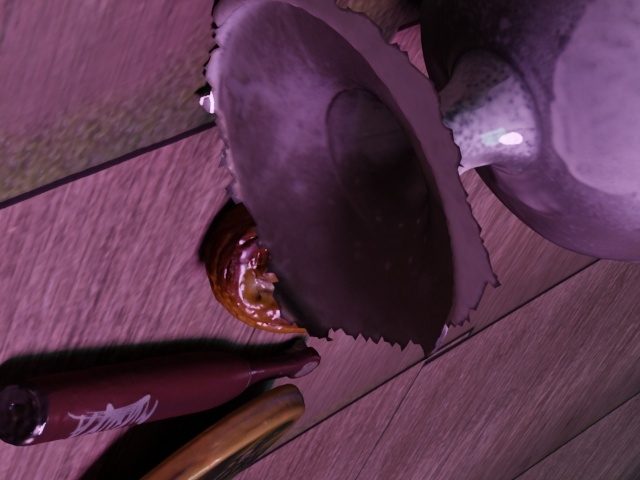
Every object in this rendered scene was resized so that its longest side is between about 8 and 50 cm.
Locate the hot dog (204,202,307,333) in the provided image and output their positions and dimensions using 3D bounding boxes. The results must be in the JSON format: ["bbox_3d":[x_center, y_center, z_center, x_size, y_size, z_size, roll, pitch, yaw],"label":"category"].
[{"bbox_3d":[-0.002,0.000,1.105,0.147,0.065,0.099,-16,136,-50],"label":"hot dog"}]

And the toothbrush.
[{"bbox_3d":[-0.083,0.086,1.155,0.041,0.041,0.364,-51,161,18],"label":"toothbrush"}]

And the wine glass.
[{"bbox_3d":[0.123,-0.085,0.947,0.323,0.238,0.238,-29,155,-30],"label":"wine glass"}]

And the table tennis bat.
[{"bbox_3d":[-0.136,0.193,1.246,0.321,0.050,0.198,-35,170,-28],"label":"table tennis bat"}]
